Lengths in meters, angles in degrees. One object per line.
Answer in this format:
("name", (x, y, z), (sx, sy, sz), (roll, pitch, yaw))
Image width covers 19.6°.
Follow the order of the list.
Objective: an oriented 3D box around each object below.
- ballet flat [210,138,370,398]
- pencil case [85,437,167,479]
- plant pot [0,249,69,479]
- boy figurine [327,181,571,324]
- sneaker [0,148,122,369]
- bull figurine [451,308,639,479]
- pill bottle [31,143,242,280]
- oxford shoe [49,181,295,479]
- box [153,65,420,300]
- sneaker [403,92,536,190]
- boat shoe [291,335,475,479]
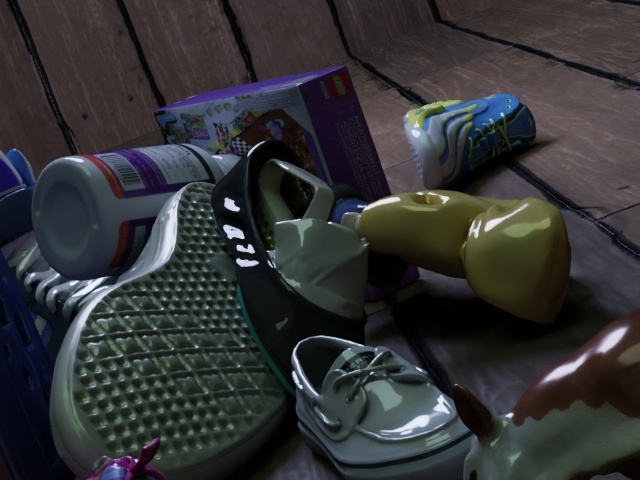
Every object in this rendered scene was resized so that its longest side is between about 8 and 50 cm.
("ballet flat", (-0.020, 0.010, 1.390), (0.096, 0.095, 0.280), (-58, 33, 21))
("pencil case", (-0.184, 0.194, 1.082), (0.236, 0.104, 0.104), (-19, 11, 16))
("plant pot", (-0.319, 0.124, 1.349), (0.236, 0.236, 0.212), (-21, 17, -4))
("boy figurine", (0.110, 0.006, 1.436), (0.177, 0.092, 0.285), (12, 0, -31))
("sneaker", (-0.259, 0.020, 1.706), (0.130, 0.236, 0.323), (-29, 13, -36))
("bull figurine", (0.215, 0.071, 0.934), (0.310, 0.101, 0.188), (-27, 16, -18))
("pill bottle", (-0.147, -0.029, 1.634), (0.193, 0.108, 0.108), (-9, 0, -44))
("oxford shoe", (-0.108, 0.092, 1.404), (0.130, 0.169, 0.449), (-59, 6, 21))
("box", (-0.038, -0.047, 1.718), (0.057, 0.201, 0.293), (-25, 12, -28))
("sneaker", (0.164, -0.120, 1.996), (0.126, 0.091, 0.240), (-18, 10, 11))
("boat shoe", (0.029, 0.105, 1.173), (0.083, 0.075, 0.226), (-26, 12, -22))
